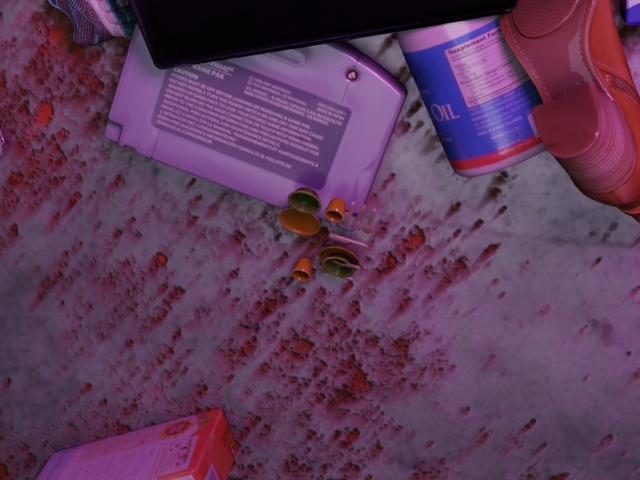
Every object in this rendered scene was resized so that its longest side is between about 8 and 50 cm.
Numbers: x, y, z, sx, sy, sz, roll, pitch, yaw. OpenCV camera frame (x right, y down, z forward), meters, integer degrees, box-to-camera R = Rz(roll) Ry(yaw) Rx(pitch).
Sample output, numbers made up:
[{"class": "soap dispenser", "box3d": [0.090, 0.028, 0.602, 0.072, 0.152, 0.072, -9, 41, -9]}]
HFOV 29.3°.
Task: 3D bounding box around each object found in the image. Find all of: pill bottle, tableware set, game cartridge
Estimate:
[{"class": "pill bottle", "box3d": [0.151, -0.187, 1.241, 0.124, 0.124, 0.222, -21, 104, 14]}, {"class": "tableware set", "box3d": [0.000, 0.000, 1.333, 0.104, 0.024, 0.154, 18, 146, 0]}, {"class": "game cartridge", "box3d": [-0.068, -0.149, 1.320, 0.297, 0.062, 0.198, 21, 106, 0]}]

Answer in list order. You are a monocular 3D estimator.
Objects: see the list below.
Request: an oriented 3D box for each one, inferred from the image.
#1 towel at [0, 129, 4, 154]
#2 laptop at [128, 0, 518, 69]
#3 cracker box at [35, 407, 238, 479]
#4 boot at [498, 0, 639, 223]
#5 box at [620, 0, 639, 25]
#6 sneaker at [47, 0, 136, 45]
[{"class": "towel", "box3d": [-0.543, -0.160, 1.385, 0.324, 0.038, 0.248, -17, 105, 13]}, {"class": "laptop", "box3d": [-0.029, -0.423, 1.171, 0.381, 0.236, 0.408, -6, 70, 18]}, {"class": "cracker box", "box3d": [-0.225, 0.284, 1.431, 0.232, 0.156, 0.067, -16, 107, 13]}, {"class": "boot", "box3d": [0.279, -0.163, 1.210, 0.109, 0.220, 0.284, -22, 62, 27]}, {"class": "box", "box3d": [0.364, -0.284, 1.207, 0.126, 0.072, 0.137, 1, 109, 8]}, {"class": "sneaker", "box3d": [-0.266, -0.279, 1.298, 0.076, 0.065, 0.166, -23, 100, 23]}]
